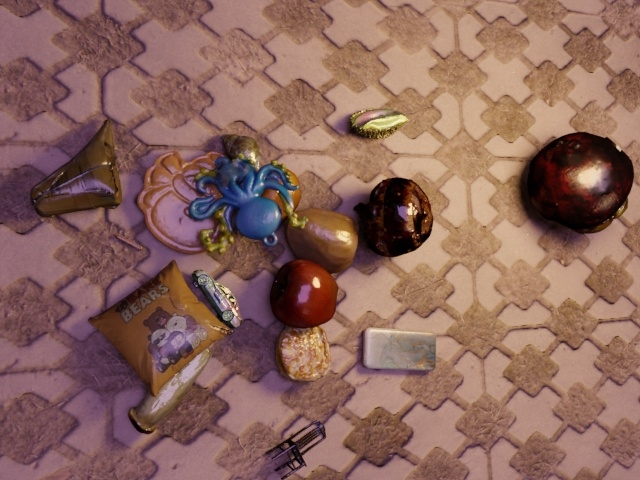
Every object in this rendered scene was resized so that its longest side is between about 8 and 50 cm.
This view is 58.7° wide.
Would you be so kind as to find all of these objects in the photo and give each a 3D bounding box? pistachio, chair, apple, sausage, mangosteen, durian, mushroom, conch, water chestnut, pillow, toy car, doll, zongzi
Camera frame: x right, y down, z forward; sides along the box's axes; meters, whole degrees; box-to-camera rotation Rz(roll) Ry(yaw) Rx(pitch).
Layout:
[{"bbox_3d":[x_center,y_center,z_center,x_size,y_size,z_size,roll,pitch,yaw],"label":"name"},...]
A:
[{"bbox_3d":[0.000,0.000,1.910,0.260,0.163,0.213,15,91,-13],"label":"pistachio"},{"bbox_3d":[-0.061,0.671,1.844,0.212,0.101,0.084,-27,93,-19],"label":"chair"},{"bbox_3d":[-0.054,0.173,1.847,0.233,0.234,0.234,2,83,-19],"label":"apple"},{"bbox_3d":[-0.599,0.005,1.778,0.100,0.015,0.015,31,75,-14],"label":"sausage"},{"bbox_3d":[1.010,-0.224,2.182,0.421,0.381,0.381,14,79,-29],"label":"mangosteen"},{"bbox_3d":[0.196,-0.415,2.059,0.220,0.137,0.096,-11,122,-25],"label":"durian"},{"bbox_3d":[-0.458,0.446,1.744,0.100,0.081,0.312,43,71,-11],"label":"mushroom"},{"bbox_3d":[-0.253,-0.280,1.876,0.105,0.116,0.173,-9,89,-21],"label":"conch"},{"bbox_3d":[0.240,-0.081,1.970,0.299,0.300,0.300,2,83,-19],"label":"water chestnut"},{"bbox_3d":[-0.479,0.260,1.723,0.310,0.119,0.312,-39,80,-16],"label":"pillow"},{"bbox_3d":[-0.325,0.180,1.814,0.076,0.090,0.224,-36,96,-22],"label":"toy car"},{"bbox_3d":[-0.238,-0.119,1.785,0.346,0.099,0.341,-30,76,0],"label":"doll"},{"bbox_3d":[-0.743,-0.225,1.707,0.260,0.123,0.289,-11,78,-17],"label":"zongzi"}]

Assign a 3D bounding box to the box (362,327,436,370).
[{"bbox_3d":[0.284,0.388,2.028,0.284,0.044,0.142,6,78,-19],"label":"box"}]

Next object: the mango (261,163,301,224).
[{"bbox_3d":[-0.164,-0.131,1.881,0.236,0.136,0.166,-41,105,-8],"label":"mango"}]

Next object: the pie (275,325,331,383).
[{"bbox_3d":[-0.059,0.369,1.887,0.178,0.084,0.205,-11,85,-23],"label":"pie"}]

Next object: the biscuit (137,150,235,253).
[{"bbox_3d":[-0.420,-0.135,1.835,0.311,0.057,0.352,16,79,-18],"label":"biscuit"}]
